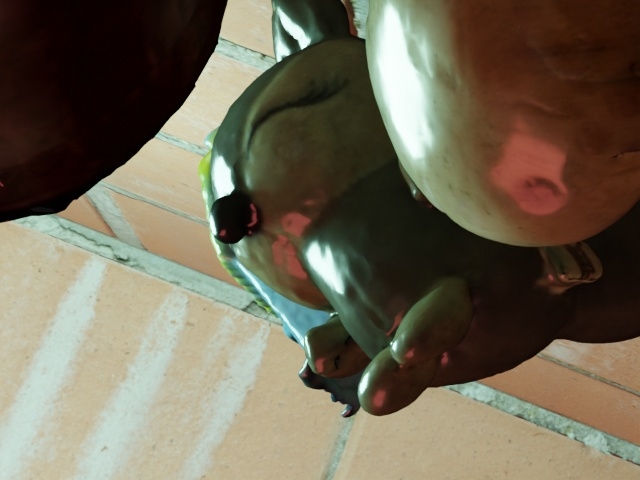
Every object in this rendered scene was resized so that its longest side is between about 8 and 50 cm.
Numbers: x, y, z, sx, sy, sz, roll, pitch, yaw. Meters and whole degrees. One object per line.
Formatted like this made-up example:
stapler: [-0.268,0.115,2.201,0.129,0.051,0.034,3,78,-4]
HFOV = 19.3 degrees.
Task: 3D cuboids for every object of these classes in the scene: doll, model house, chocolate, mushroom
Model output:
doll: [0.089,-0.023,1.502,0.379,0.252,0.382,7,-145,-41]
model house: [0.000,0.000,2.056,0.303,0.215,0.237,50,180,24]
chocolate: [-0.246,-0.222,1.078,0.384,0.383,0.331,19,162,17]
mushroom: [0.133,-0.113,1.205,0.184,0.255,0.255,-13,-165,-38]
